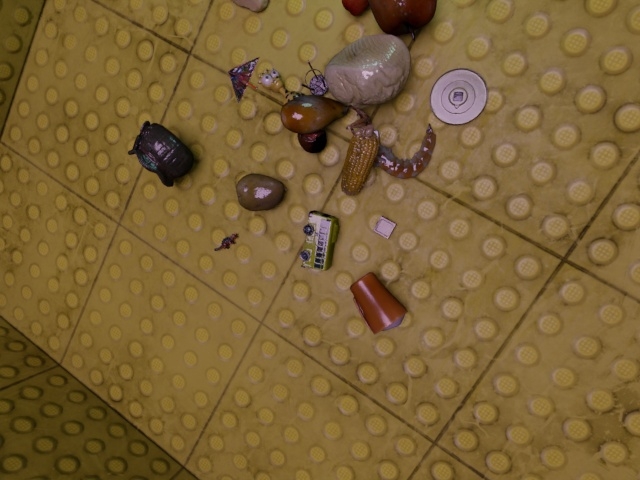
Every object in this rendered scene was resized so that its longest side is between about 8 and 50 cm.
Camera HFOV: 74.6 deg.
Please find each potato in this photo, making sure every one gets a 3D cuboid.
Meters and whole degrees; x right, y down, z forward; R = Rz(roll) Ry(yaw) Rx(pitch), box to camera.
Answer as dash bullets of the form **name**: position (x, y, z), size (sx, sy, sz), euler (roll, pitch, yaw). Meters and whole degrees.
- **potato**: position (-0.281, -0.230, 2.003), size (0.250, 0.159, 0.175), euler (-1, 119, 9)

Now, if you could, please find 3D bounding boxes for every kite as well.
- **kite**: position (-0.375, -0.800, 2.052), size (0.183, 0.014, 0.241), euler (35, 103, 10)

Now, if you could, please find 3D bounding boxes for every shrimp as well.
- **shrimp**: position (0.380, -0.367, 1.824), size (0.286, 0.068, 0.186), euler (-24, 93, 12)

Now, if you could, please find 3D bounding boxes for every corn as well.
- **corn**: position (0.168, -0.339, 1.812), size (0.130, 0.130, 0.347), euler (28, 136, 13)

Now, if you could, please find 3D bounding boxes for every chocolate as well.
- **chocolate**: position (-0.044, -0.475, 1.927), size (0.127, 0.124, 0.133), euler (-52, 55, 26)

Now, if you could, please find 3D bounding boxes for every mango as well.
- **mango**: position (-0.027, -0.566, 1.855), size (0.315, 0.146, 0.193), euler (-19, 50, -20)

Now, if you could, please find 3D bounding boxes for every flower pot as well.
- **flower pot**: position (-0.785, -0.427, 2.066), size (0.301, 0.302, 0.213), euler (39, 81, 10)

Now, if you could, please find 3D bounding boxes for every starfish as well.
- **starfish**: position (0.165, -0.514, 1.823), size (0.074, 0.189, 0.147), euler (-5, 100, 28)

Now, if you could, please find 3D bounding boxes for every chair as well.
- **chair**: position (-0.017, -0.699, 1.850), size (0.095, 0.221, 0.104), euler (22, 100, 4)

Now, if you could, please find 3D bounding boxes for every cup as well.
- **cup**: position (0.245, 0.294, 1.897), size (0.264, 0.182, 0.226), euler (55, 138, 13)

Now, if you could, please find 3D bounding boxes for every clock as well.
- **clock**: position (0.580, -0.605, 1.766), size (0.234, 0.029, 0.235), euler (2, 96, 17)

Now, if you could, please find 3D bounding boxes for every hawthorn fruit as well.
- **hawthorn fruit**: position (0.343, -0.956, 1.691), size (0.267, 0.268, 0.301), euler (-23, 97, 18)
- **hawthorn fruit**: position (0.153, -1.049, 1.807), size (0.132, 0.132, 0.138), euler (31, 112, 12)

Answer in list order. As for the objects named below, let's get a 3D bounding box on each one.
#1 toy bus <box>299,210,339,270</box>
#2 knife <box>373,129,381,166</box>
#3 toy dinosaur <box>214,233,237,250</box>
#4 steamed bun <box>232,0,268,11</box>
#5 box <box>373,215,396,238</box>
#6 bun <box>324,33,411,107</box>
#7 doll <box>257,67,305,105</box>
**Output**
- **toy bus**: position (0.000, 0.000, 1.950), size (0.149, 0.128, 0.263), euler (11, 100, 15)
- **knife**: position (0.252, -0.412, 1.888), size (0.044, 0.023, 0.163), euler (-7, 93, 15)
- **toy dinosaur**: position (-0.480, 0.013, 2.139), size (0.154, 0.049, 0.055), euler (-33, 88, 12)
- **steamed bun**: position (-0.328, -1.184, 1.955), size (0.231, 0.110, 0.212), euler (-43, 83, 19)
- **box**: position (0.290, -0.060, 1.903), size (0.083, 0.035, 0.080), euler (31, 103, 13)
- **bun**: position (0.201, -0.689, 1.754), size (0.351, 0.349, 0.227), euler (-22, 132, 6)
- **doll**: position (-0.176, -0.702, 1.963), size (0.117, 0.086, 0.291), euler (-42, 81, -15)
